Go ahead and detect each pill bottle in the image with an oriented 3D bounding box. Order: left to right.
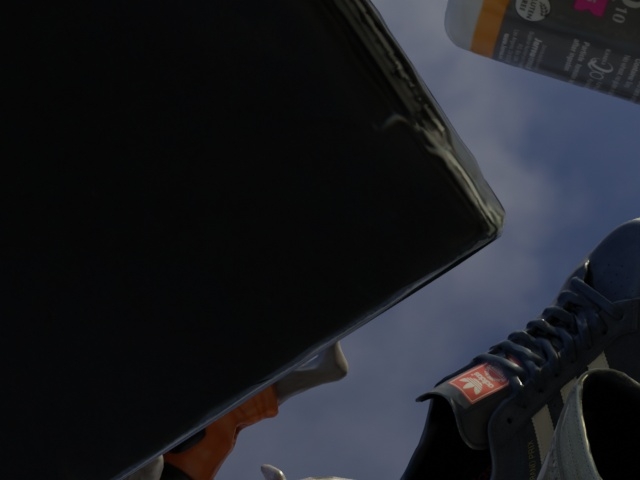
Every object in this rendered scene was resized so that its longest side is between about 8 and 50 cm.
[{"bbox_3d":[0.227,-0.156,1.201,0.278,0.162,0.162,18,-103,5],"label":"pill bottle"}]

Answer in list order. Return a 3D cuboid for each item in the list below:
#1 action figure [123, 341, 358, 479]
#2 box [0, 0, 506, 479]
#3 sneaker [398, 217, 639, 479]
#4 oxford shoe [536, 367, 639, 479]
[{"bbox_3d":[-0.108,0.158,1.301,0.330,0.341,0.178,-25,-113,-36],"label":"action figure"},{"bbox_3d":[-0.122,-0.091,0.485,0.182,0.296,0.294,-34,-83,1],"label":"box"},{"bbox_3d":[0.174,0.121,1.648,0.148,0.131,0.350,29,-86,-38],"label":"sneaker"},{"bbox_3d":[0.220,0.184,0.937,0.140,0.397,0.147,-11,-67,-30],"label":"oxford shoe"}]
